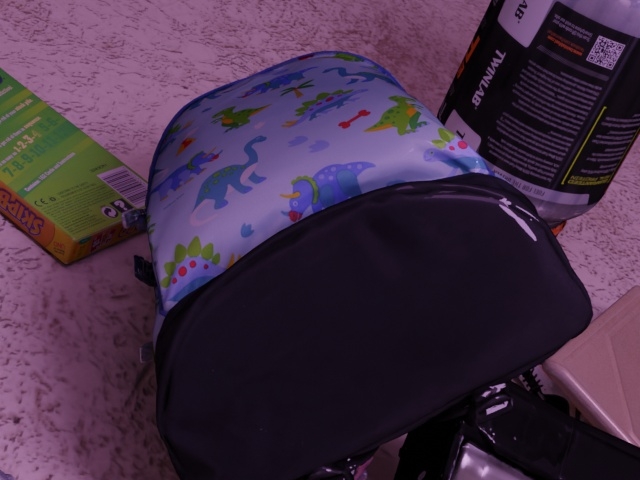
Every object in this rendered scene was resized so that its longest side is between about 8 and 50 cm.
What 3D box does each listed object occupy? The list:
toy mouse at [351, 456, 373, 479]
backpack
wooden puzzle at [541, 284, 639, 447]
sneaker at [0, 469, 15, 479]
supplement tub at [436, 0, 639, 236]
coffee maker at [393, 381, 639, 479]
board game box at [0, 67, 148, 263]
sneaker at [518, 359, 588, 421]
[{"bbox_3d":[-0.001,0.149,0.978,0.143,0.031,0.161,1,24,-26],"label":"toy mouse"},{"bbox_3d":[0.000,0.000,0.973,0.273,0.290,0.355,63,4,-6],"label":"backpack"},{"bbox_3d":[0.306,0.157,1.147,0.221,0.044,0.239,49,33,11],"label":"wooden puzzle"},{"bbox_3d":[-0.218,0.223,0.561,0.137,0.210,0.366,1,28,11],"label":"sneaker"},{"bbox_3d":[0.236,-0.156,1.319,0.194,0.316,0.193,17,32,-11],"label":"supplement tub"},{"bbox_3d":[0.162,0.161,0.959,0.178,0.171,0.120,28,-5,-12],"label":"coffee maker"},{"bbox_3d":[-0.266,-0.082,1.148,0.259,0.039,0.124,39,35,17],"label":"board game box"},{"bbox_3d":[0.194,0.120,1.155,0.044,0.040,0.109,-19,52,-44],"label":"sneaker"}]
